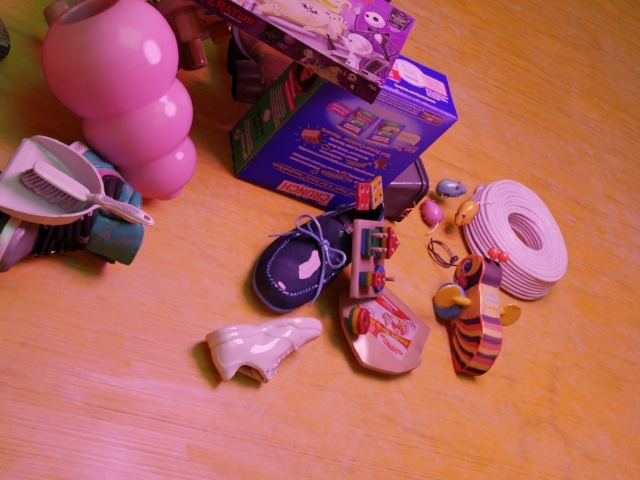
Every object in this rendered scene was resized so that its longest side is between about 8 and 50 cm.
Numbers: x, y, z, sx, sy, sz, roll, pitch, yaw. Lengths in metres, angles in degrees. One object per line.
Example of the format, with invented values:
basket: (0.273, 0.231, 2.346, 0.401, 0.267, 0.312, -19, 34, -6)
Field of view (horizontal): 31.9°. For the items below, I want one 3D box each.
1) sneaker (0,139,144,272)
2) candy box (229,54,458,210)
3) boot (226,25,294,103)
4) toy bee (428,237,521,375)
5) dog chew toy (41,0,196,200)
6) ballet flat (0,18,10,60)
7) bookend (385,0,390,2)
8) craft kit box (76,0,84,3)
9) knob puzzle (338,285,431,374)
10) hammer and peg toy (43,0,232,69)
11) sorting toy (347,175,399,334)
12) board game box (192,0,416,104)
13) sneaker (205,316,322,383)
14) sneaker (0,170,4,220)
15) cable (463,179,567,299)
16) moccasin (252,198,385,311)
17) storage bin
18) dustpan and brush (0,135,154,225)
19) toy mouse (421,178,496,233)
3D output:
sneaker: (-0.352, -0.014, 1.626, 0.178, 0.124, 0.295, 33, 39, -4)
candy box: (0.036, -0.201, 1.982, 0.268, 0.317, 0.122, 19, 45, -32)
boot: (-0.030, -0.340, 2.106, 0.281, 0.096, 0.264, 2, 34, -12)
toy bee: (0.286, 0.091, 2.099, 0.195, 0.162, 0.298, -6, 63, -44)
dog chew toy: (-0.294, -0.210, 1.741, 0.206, 0.207, 0.331, -63, 141, -49)
ballet flat: (-0.648, -0.393, 1.608, 0.483, 0.182, 0.164, 17, 47, -33)
bookend: (0.123, -0.571, 2.568, 0.156, 0.072, 0.157, 9, 53, -39)
craft kit box: (-0.464, -0.538, 2.005, 0.247, 0.061, 0.249, 19, 47, -35)
knob puzzle: (0.099, 0.161, 1.968, 0.213, 0.030, 0.213, 25, 44, -27)
hammer and peg toy: (-0.261, -0.369, 1.891, 0.361, 0.266, 0.127, -17, 89, -50)
sorting toy: (0.098, 0.024, 1.929, 0.132, 0.046, 0.274, 3, 89, -67)
board game box: (-0.028, -0.375, 1.802, 0.347, 0.056, 0.208, 29, 43, -4)
sneaker: (-0.082, 0.176, 1.764, 0.212, 0.080, 0.094, -6, 75, -38)
sneaker: (-0.503, -0.032, 1.491, 0.126, 0.127, 0.321, 40, 38, -8)
cable: (0.413, -0.005, 2.353, 0.257, 0.089, 0.257, 45, 39, -4)
moccasin: (0.000, 0.000, 1.939, 0.137, 0.117, 0.342, 47, 38, -2)
storage bin: (0.132, -0.093, 2.141, 0.091, 0.135, 0.098, 0, 59, -30)
dustpan and brush: (-0.332, -0.062, 1.545, 0.211, 0.060, 0.147, 30, 45, -13)
toy mouse: (0.250, -0.083, 2.271, 0.161, 0.031, 0.143, -38, 61, -22)
